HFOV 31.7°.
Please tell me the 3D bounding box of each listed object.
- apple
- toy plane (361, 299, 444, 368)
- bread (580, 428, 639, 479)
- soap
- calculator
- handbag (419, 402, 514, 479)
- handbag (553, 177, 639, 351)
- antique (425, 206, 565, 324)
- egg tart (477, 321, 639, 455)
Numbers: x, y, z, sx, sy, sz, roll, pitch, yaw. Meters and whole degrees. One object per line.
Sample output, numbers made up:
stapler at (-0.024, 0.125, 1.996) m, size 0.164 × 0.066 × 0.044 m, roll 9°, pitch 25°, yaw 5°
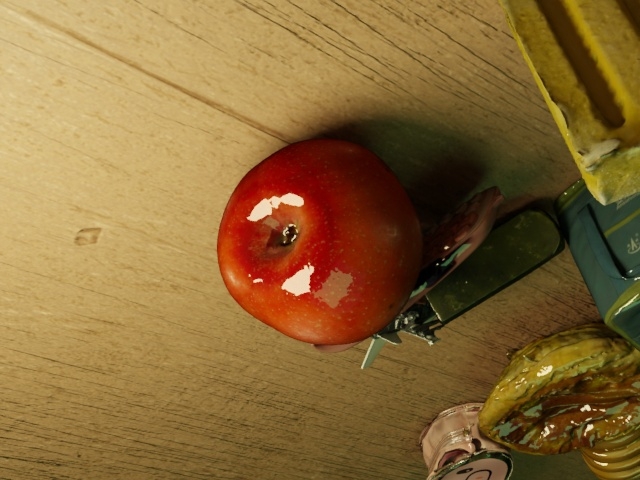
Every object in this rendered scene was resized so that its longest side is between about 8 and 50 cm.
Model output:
apple at (0.000, 0.000, 1.416) m, size 0.260 × 0.260 × 0.216 m, roll -37°, pitch 156°, yaw 24°
toy plane at (0.130, 0.117, 1.729) m, size 0.234 × 0.160 × 0.082 m, roll -29°, pitch 128°, yaw -47°
bread at (0.592, 0.387, 2.216) m, size 0.172 × 0.121 × 0.311 m, roll -24°, pitch 142°, yaw 8°
soap at (0.329, -0.207, 1.245) m, size 0.199 × 0.315 × 0.091 m, roll -24°, pitch 143°, yaw 7°
calculator at (0.132, 0.038, 1.567) m, size 0.329 × 0.220 × 0.048 m, roll -40°, pitch 96°, yaw 28°
handbag at (0.274, 0.404, 2.120) m, size 0.179 × 0.116 × 0.205 m, roll -3°, pitch 141°, yaw -15°
handbag at (0.496, 0.001, 1.620) m, size 0.263 × 0.241 × 0.222 m, roll -39°, pitch 136°, yaw 23°
antique at (0.254, 0.035, 1.666) m, size 0.220 × 0.081 × 0.080 m, roll -30°, pitch 171°, yaw 2°
egg tart at (0.435, 0.241, 1.954) m, size 0.351 × 0.153 × 0.339 m, roll -37°, pitch 137°, yaw 24°
